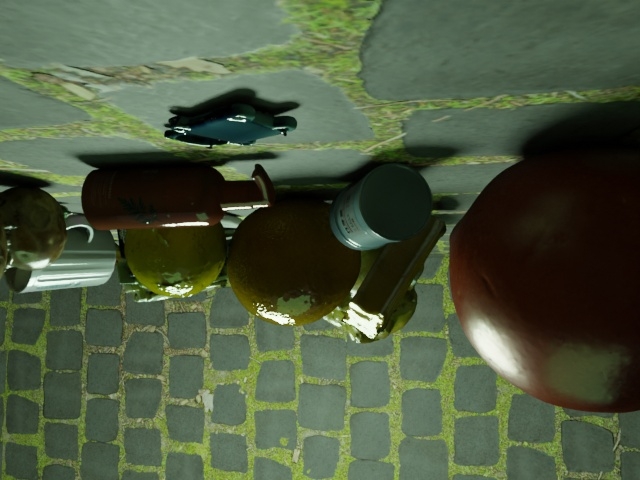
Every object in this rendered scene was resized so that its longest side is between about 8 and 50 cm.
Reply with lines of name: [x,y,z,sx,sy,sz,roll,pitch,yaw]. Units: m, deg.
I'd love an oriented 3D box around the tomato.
tomato: [0.300,0.034,0.681,0.321,0.322,0.321,0,175,0]

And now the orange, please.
orange: [-0.047,0.036,1.029,0.236,0.237,0.236,0,175,0]

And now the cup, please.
cup: [-0.569,0.030,1.342,0.221,0.167,0.202,-2,178,41]

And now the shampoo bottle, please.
shampoo bottle: [-0.179,-0.057,0.768,0.244,0.086,0.085,-3,175,12]

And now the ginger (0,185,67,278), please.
ginger: [-0.562,-0.009,0.830,0.374,0.177,0.256,1,-169,-12]

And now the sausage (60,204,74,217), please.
sausage: [-0.590,-0.054,1.089,0.268,0.033,0.033,1,175,-13]

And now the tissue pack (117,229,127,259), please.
tissue pack: [-0.326,-0.012,1.191,0.170,0.103,0.090,-4,-179,43]

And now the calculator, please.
calculator: [-0.090,-0.104,0.558,0.094,0.019,0.141,5,175,-44]

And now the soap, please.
soap: [0.142,0.063,1.152,0.080,0.258,0.160,33,-178,14]

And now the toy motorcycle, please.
toy motorcycle: [-0.320,0.049,1.495,0.236,0.169,0.410,-14,176,38]

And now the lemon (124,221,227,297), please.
lemon: [-0.242,0.008,1.005,0.173,0.174,0.206,0,163,5]

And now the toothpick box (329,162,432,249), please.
toothpick box: [0.077,-0.042,0.815,0.101,0.101,0.153,1,174,-13]

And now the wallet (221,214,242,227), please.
wallet: [-0.215,-0.043,1.263,0.061,0.025,0.122,-3,175,18]

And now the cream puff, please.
cream puff: [0.078,0.099,1.412,0.377,0.276,0.378,6,174,1]

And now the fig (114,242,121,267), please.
fig: [-0.694,0.047,1.908,0.109,0.103,0.155,-22,-177,2]
